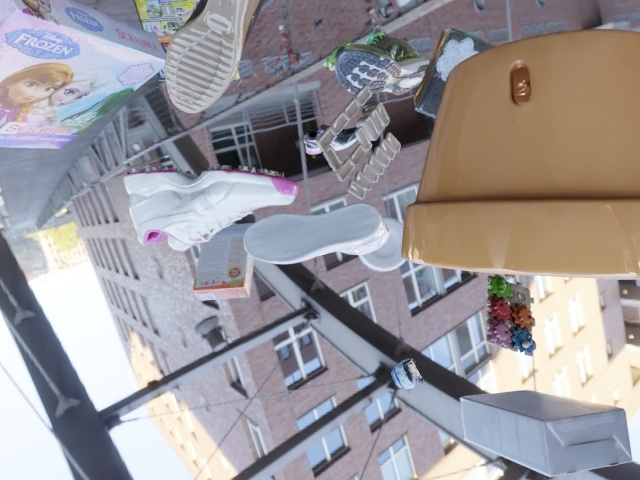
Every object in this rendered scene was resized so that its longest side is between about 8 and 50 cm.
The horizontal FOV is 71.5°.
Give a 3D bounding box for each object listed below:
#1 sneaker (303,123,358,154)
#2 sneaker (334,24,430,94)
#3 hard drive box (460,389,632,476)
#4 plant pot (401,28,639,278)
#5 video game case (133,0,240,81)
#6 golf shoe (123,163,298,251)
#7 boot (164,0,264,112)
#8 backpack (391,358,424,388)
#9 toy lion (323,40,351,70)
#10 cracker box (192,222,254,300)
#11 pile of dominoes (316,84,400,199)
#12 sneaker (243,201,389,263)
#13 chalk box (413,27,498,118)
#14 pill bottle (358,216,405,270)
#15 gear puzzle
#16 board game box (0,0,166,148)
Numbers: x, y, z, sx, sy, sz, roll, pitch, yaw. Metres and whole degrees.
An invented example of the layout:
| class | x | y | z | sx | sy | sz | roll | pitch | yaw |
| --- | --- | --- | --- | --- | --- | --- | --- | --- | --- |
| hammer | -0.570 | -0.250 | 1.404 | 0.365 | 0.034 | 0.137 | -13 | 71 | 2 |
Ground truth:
| class | x | y | z | sx | sy | sz | roll | pitch | yaw |
| --- | --- | --- | --- | --- | --- | --- | --- | --- | --- |
| sneaker | 0.027 | -0.317 | 1.345 | 0.178 | 0.077 | 0.072 | -13 | -141 | 15 |
| sneaker | 0.166 | -0.539 | 1.299 | 0.410 | 0.182 | 0.158 | -14 | 168 | -47 |
| hard drive box | 0.409 | 0.349 | 0.837 | 0.180 | 0.089 | 0.232 | 0 | 171 | -16 |
| plant pot | 0.231 | -0.078 | 0.465 | 0.290 | 0.204 | 0.291 | -1 | -177 | 0 |
| video game case | -0.358 | -0.551 | 1.176 | 0.274 | 0.249 | 0.035 | 10 | -140 | 24 |
| golf shoe | -0.178 | -0.052 | 0.723 | 0.305 | 0.141 | 0.115 | 1 | -178 | 21 |
| boot | -0.121 | -0.312 | 0.623 | 0.249 | 0.090 | 0.207 | -55 | -167 | 33 |
| backpack | 0.320 | 0.509 | 1.675 | 0.084 | 0.105 | 0.114 | -35 | 156 | 22 |
| toy lion | 0.059 | -0.556 | 1.337 | 0.096 | 0.034 | 0.100 | -56 | 172 | 20 |
| cracker box | -0.284 | 0.061 | 1.346 | 0.155 | 0.067 | 0.233 | -4 | -125 | 8 |
| pile of dominoes | 0.091 | -0.230 | 1.067 | 0.040 | 0.196 | 0.251 | 1 | -135 | 45 |
| sneaker | 0.000 | 0.000 | 0.937 | 0.292 | 0.108 | 0.169 | -7 | 167 | 18 |
| chalk box | 0.377 | -0.335 | 1.001 | 0.288 | 0.181 | 0.179 | 22 | -155 | 0 |
| pill bottle | 0.195 | 0.021 | 1.422 | 0.161 | 0.162 | 0.283 | -15 | 174 | 4 |
| gear puzzle | 0.615 | 0.189 | 1.416 | 0.175 | 0.339 | 0.044 | 19 | 147 | -6 |
| board game box | -0.464 | -0.258 | 0.725 | 0.317 | 0.066 | 0.318 | -28 | -178 | 19 |
